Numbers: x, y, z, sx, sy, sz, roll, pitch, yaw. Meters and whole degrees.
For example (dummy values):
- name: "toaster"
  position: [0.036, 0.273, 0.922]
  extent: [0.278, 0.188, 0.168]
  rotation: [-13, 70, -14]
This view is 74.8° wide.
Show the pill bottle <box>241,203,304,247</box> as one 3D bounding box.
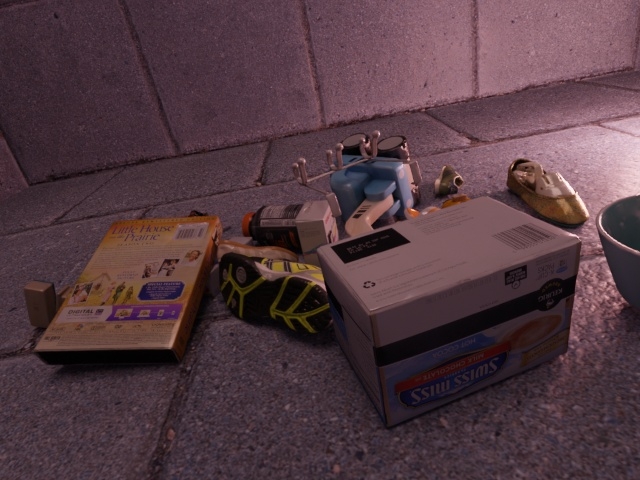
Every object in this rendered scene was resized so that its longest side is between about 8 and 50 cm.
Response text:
- name: "pill bottle"
  position: [-0.110, -0.042, 1.249]
  extent: [0.246, 0.130, 0.130]
  rotation: [0, 28, 23]

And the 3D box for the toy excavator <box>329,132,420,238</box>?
- name: "toy excavator"
  position: [0.147, -0.110, 1.250]
  extent: [0.433, 0.222, 0.445]
  rotation: [16, 50, 42]

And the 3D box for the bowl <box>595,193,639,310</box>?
- name: "bowl"
  position: [0.655, 0.043, 0.723]
  extent: [0.312, 0.162, 0.311]
  rotation: [-10, 25, 5]

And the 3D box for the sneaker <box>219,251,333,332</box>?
- name: "sneaker"
  position: [-0.090, 0.112, 0.960]
  extent: [0.385, 0.145, 0.147]
  rotation: [15, 16, 39]

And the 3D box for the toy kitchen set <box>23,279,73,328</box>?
- name: "toy kitchen set"
  position: [-0.635, 0.151, 1.129]
  extent: [0.208, 0.122, 0.166]
  rotation: [11, 27, -1]

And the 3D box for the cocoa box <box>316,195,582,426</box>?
- name: "cocoa box"
  position: [0.205, 0.101, 0.713]
  extent: [0.348, 0.227, 0.231]
  rotation: [-17, 27, -12]

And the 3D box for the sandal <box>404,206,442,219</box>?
- name: "sandal"
  position: [0.319, -0.020, 0.992]
  extent: [0.102, 0.076, 0.265]
  rotation: [1, 34, -50]

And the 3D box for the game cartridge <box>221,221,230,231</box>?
- name: "game cartridge"
  position: [-0.362, -0.040, 1.480]
  extent: [0.083, 0.017, 0.056]
  rotation: [-23, 25, -23]

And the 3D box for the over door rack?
- name: "over door rack"
  position: [0.075, -0.193, 1.084]
  extent: [0.240, 0.108, 0.324]
  rotation: [-23, 28, -10]

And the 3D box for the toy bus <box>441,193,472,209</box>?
- name: "toy bus"
  position: [0.376, -0.070, 1.123]
  extent: [0.203, 0.104, 0.191]
  rotation: [4, 26, 29]

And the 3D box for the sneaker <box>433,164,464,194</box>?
- name: "sneaker"
  position: [0.449, -0.203, 1.435]
  extent: [0.086, 0.064, 0.192]
  rotation: [10, 33, 24]

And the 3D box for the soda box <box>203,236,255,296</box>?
- name: "soda box"
  position: [-0.267, 0.067, 1.160]
  extent: [0.074, 0.069, 0.216]
  rotation: [3, 28, 26]

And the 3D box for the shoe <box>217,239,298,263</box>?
- name: "shoe"
  position: [-0.167, 0.050, 1.117]
  extent: [0.219, 0.076, 0.058]
  rotation: [10, 60, -14]

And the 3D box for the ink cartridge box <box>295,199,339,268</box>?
- name: "ink cartridge box"
  position: [0.000, 0.000, 1.065]
  extent: [0.073, 0.174, 0.127]
  rotation: [-5, 27, 14]

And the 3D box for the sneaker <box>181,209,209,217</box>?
- name: "sneaker"
  position: [-0.469, -0.087, 1.561]
  extent: [0.158, 0.064, 0.061]
  rotation: [3, 29, 27]

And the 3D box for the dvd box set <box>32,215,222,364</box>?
- name: "dvd box set"
  position: [-0.432, 0.100, 1.014]
  extent: [0.309, 0.062, 0.420]
  rotation: [-3, 43, 5]

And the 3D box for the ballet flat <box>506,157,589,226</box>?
- name: "ballet flat"
  position: [0.632, -0.154, 1.192]
  extent: [0.124, 0.123, 0.348]
  rotation: [-10, 26, 3]
